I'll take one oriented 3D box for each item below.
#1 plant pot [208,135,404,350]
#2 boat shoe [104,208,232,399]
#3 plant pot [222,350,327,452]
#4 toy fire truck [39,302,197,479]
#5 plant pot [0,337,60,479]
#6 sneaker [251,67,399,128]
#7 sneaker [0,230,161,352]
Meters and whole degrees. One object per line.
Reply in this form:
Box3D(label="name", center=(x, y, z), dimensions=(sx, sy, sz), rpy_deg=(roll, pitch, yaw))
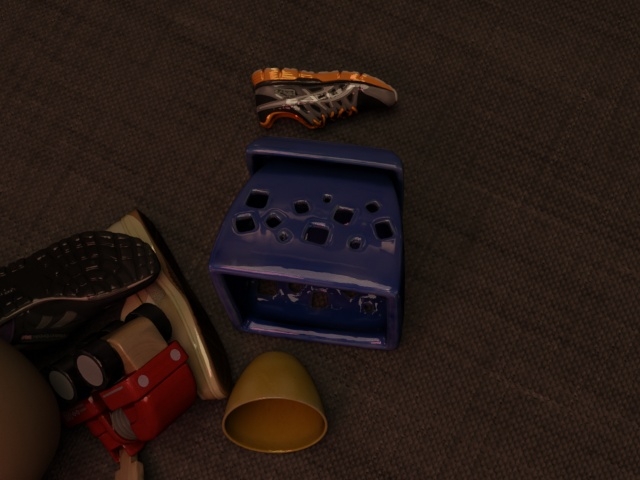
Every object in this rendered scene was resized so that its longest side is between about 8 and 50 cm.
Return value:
Box3D(label="plant pot", center=(0.000, 0.000, 1.262), dimensions=(0.236, 0.236, 0.212), rpy_deg=(6, 67, 6))
Box3D(label="boat shoe", center=(-0.218, 0.098, 1.309), dimensions=(0.098, 0.109, 0.302), rpy_deg=(-32, 68, -1))
Box3D(label="plant pot", center=(-0.058, 0.202, 1.262), dimensions=(0.134, 0.134, 0.095), rpy_deg=(-3, 48, 3))
Box3D(label="toy fire truck", center=(-0.242, 0.238, 1.222), dimensions=(0.246, 0.217, 0.158), rpy_deg=(56, 45, -6))
Box3D(label="plant pot", center=(-0.422, 0.223, 1.136), dimensions=(0.284, 0.191, 0.284), rpy_deg=(-5, 81, 32))
Box3D(label="sneaker", center=(0.006, -0.201, 1.401), dimensions=(0.215, 0.084, 0.083), rpy_deg=(3, 87, 8))
Box3D(label="sneaker", center=(-0.343, 0.079, 1.270), dimensions=(0.283, 0.124, 0.107), rpy_deg=(-17, 54, -5))
